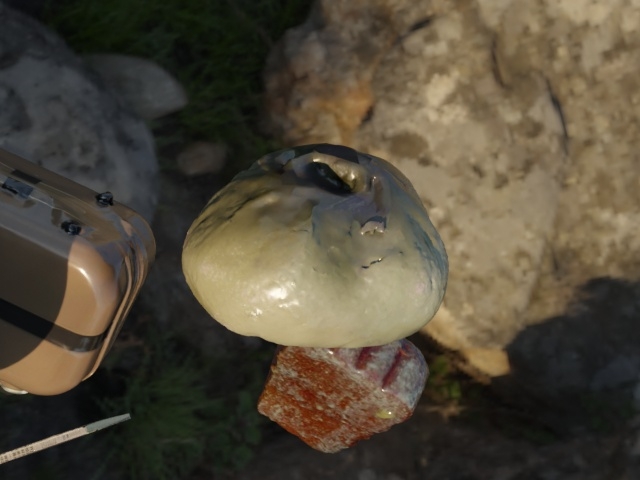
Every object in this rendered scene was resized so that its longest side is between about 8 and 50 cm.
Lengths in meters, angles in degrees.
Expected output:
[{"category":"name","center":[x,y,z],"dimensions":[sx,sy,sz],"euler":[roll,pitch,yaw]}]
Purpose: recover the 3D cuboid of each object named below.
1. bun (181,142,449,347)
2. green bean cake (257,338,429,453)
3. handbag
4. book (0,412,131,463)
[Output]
[{"category":"bun","center":[-0.004,-0.002,1.252],"dimensions":[0.273,0.273,0.168],"euler":[-37,138,-56]},{"category":"green bean cake","center":[0.005,0.151,1.533],"dimensions":[0.198,0.233,0.097],"euler":[36,55,-9]},{"category":"handbag","center":[-0.353,0.048,1.388],"dimensions":[0.302,0.283,0.149],"euler":[24,30,2]},{"category":"book","center":[-0.345,0.256,1.631],"dimensions":[0.014,0.182,0.127],"euler":[71,17,4]}]
